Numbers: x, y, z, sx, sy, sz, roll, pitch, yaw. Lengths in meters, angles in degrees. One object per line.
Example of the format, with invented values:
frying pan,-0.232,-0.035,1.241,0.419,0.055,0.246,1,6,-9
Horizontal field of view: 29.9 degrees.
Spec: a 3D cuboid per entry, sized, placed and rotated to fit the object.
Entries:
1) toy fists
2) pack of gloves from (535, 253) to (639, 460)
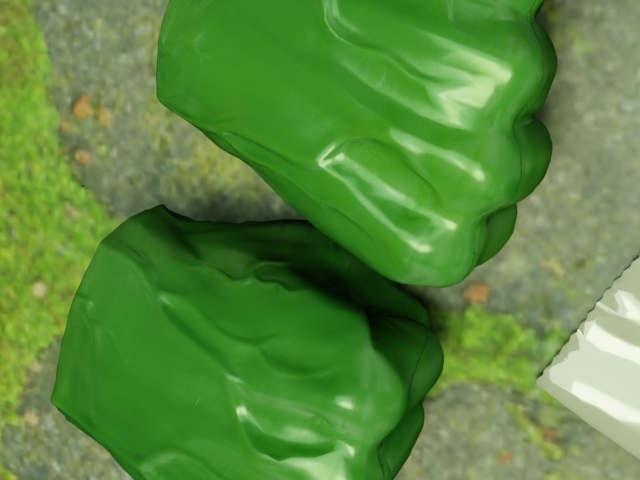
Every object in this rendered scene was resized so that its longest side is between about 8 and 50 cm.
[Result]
toy fists,0.000,0.000,0.465,0.142,0.096,0.279,33,113,23
pack of gloves,0.219,0.060,0.414,0.232,0.046,0.195,40,112,10
